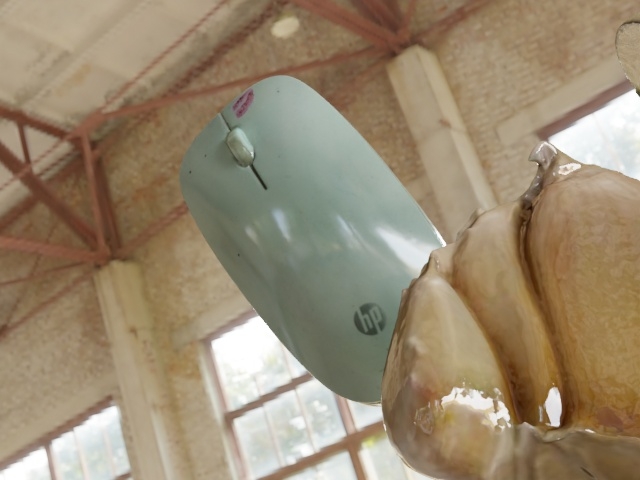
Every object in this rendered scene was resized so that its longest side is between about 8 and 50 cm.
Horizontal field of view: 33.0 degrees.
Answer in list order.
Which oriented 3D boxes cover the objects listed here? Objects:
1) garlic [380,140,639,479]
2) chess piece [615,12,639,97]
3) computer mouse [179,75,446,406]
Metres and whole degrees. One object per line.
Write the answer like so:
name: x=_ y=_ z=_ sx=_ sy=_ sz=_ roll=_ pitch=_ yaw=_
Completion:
garlic: x=0.150 y=0.057 z=0.607 sx=0.217 sy=0.228 sz=0.110 roll=9 pitch=-42 yaw=7
chess piece: x=0.455 y=-0.269 z=0.993 sx=0.397 sy=0.117 sz=0.117 roll=-38 pitch=-21 yaw=-8
computer mouse: x=-0.001 y=0.001 z=0.869 sx=0.159 sy=0.288 sz=0.097 roll=-41 pitch=-10 yaw=14
